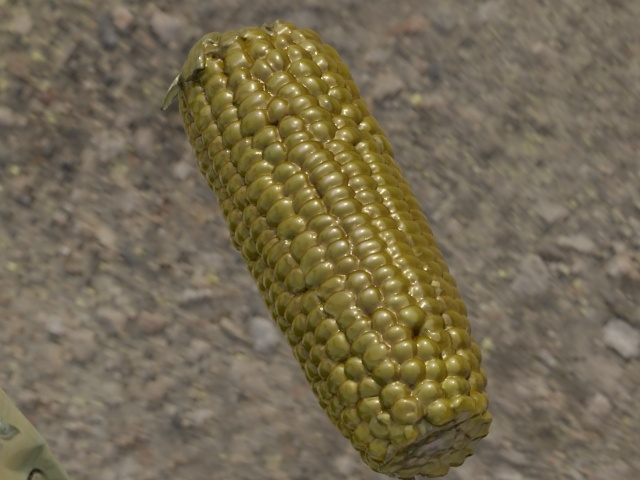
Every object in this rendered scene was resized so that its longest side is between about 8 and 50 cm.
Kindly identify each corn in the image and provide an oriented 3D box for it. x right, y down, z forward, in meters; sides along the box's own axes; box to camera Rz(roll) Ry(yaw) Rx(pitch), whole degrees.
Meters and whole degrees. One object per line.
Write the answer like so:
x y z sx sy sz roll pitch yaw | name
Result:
0.005 -0.002 0.896 0.091 0.091 0.260 -30 56 7 | corn

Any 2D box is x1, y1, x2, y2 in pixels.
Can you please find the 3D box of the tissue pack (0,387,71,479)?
-0.311 0.273 0.909 0.332 0.205 0.405 -15 41 20 | tissue pack
